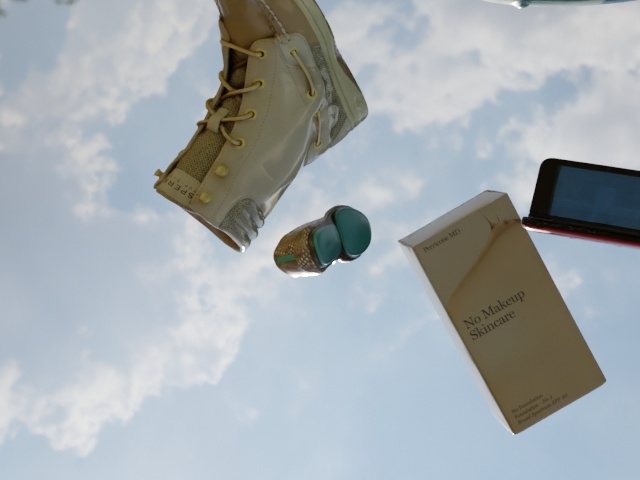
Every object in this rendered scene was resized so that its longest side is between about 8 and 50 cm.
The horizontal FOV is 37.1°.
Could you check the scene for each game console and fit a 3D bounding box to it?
[{"bbox_3d":[0.284,-0.040,0.960,0.144,0.124,0.085,10,-89,17],"label":"game console"}]

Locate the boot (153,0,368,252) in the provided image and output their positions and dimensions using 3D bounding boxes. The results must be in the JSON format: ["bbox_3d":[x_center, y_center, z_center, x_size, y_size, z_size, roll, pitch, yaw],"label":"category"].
[{"bbox_3d":[-0.079,-0.121,0.841,0.095,0.262,0.203,33,-102,36],"label":"boot"}]

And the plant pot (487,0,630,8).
[{"bbox_3d":[0.165,-0.254,0.577,0.293,0.293,0.196,2,-87,48],"label":"plant pot"}]

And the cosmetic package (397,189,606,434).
[{"bbox_3d":[0.258,0.099,1.367,0.160,0.309,0.113,-31,-172,-2],"label":"cosmetic package"}]

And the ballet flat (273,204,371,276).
[{"bbox_3d":[0.000,0.000,1.120,0.067,0.206,0.073,-14,-90,22],"label":"ballet flat"}]
